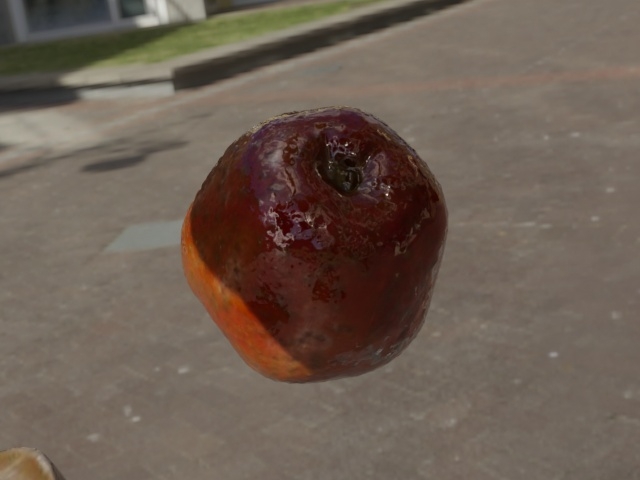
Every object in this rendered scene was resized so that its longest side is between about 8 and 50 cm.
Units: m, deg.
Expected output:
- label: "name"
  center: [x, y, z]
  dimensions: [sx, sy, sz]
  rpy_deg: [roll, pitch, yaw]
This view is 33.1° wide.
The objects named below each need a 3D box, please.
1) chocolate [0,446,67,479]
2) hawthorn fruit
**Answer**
- label: "chocolate"
  center: [-0.235, 0.245, 0.654]
  dimensions: [0.261, 0.083, 0.161]
  rpy_deg: [-33, 44, 5]
- label: "hawthorn fruit"
  center: [0.000, 0.000, 0.709]
  dimensions: [0.189, 0.189, 0.189]
  rpy_deg: [-8, 15, 2]
